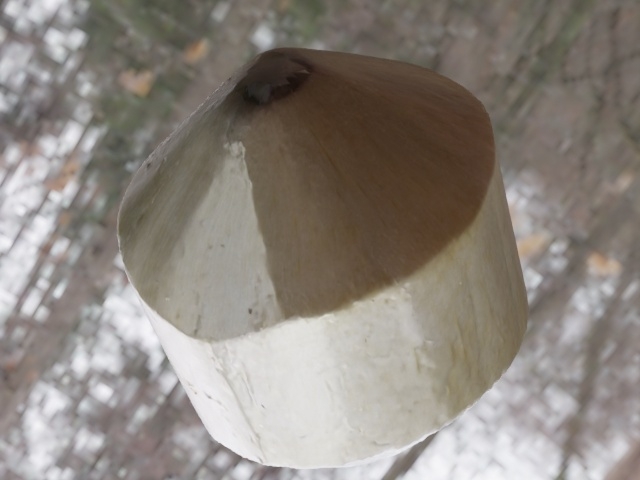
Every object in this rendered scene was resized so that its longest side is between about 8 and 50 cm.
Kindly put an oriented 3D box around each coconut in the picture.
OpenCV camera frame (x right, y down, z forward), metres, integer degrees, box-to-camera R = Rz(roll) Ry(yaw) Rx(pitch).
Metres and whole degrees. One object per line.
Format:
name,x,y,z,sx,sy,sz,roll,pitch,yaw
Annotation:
coconut,0.000,0.000,0.958,0.202,0.222,0.202,-10,-141,9
